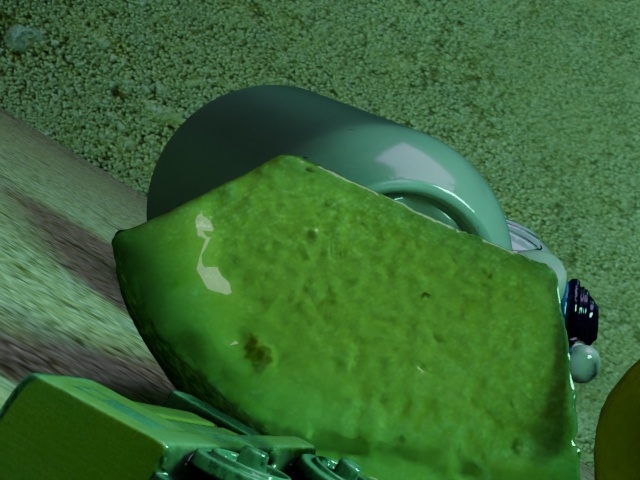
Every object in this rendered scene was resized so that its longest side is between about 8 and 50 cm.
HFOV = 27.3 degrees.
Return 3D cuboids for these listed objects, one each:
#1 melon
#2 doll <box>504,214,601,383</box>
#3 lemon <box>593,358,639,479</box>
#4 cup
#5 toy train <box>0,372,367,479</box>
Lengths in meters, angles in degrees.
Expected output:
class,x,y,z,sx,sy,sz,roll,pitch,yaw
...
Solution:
class,x,y,z,sx,sy,sz,roll,pitch,yaw
melon,0.026,0.063,0.609,0.196,0.124,0.323,32,-7,10
doll,0.162,0.090,1.421,0.284,0.240,0.310,-1,17,0
lemon,0.329,0.181,1.046,0.253,0.228,0.228,33,-1,-40
cup,0.000,0.000,0.945,0.205,0.205,0.312,31,0,-20
toy train,-0.031,0.070,0.344,0.081,0.050,0.122,23,-2,21
